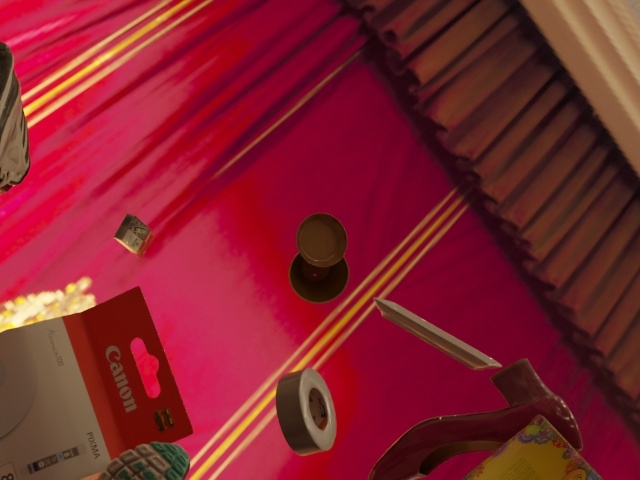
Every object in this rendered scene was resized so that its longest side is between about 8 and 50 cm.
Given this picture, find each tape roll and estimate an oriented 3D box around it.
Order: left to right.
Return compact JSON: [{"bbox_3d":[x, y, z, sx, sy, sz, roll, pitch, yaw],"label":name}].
[{"bbox_3d":[-0.036,0.448,2.463,0.072,0.219,0.219,-18,-65,21],"label":"tape roll"}]

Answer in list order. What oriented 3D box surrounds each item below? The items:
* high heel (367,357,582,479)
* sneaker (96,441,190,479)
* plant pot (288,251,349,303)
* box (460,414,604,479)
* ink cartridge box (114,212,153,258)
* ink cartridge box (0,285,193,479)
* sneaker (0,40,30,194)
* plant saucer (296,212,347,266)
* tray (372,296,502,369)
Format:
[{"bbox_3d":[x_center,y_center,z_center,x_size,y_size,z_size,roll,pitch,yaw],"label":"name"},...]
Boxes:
[{"bbox_3d":[0.263,0.380,1.650,0.127,0.377,0.181,25,30,-58],"label":"high heel"},{"bbox_3d":[-0.187,0.254,0.884,0.065,0.166,0.076,48,-4,23],"label":"sneaker"},{"bbox_3d":[-0.007,0.068,2.123,0.134,0.134,0.095,51,1,-9],"label":"plant pot"},{"bbox_3d":[0.312,0.464,1.349,0.279,0.290,0.177,49,1,-26],"label":"box"},{"bbox_3d":[-0.402,-0.006,2.074,0.029,0.062,0.115,17,-18,30],"label":"ink cartridge box"},{"bbox_3d":[-0.464,0.286,1.711,0.091,0.385,0.308,55,11,-75],"label":"ink cartridge box"},{"bbox_3d":[-0.594,-0.109,1.646,0.169,0.447,0.257,3,-33,5],"label":"sneaker"},{"bbox_3d":[0.000,0.000,1.436,0.083,0.083,0.015,50,-20,-8],"label":"plant saucer"},{"bbox_3d":[0.231,0.194,1.896,0.270,0.030,0.145,29,2,22],"label":"tray"}]
